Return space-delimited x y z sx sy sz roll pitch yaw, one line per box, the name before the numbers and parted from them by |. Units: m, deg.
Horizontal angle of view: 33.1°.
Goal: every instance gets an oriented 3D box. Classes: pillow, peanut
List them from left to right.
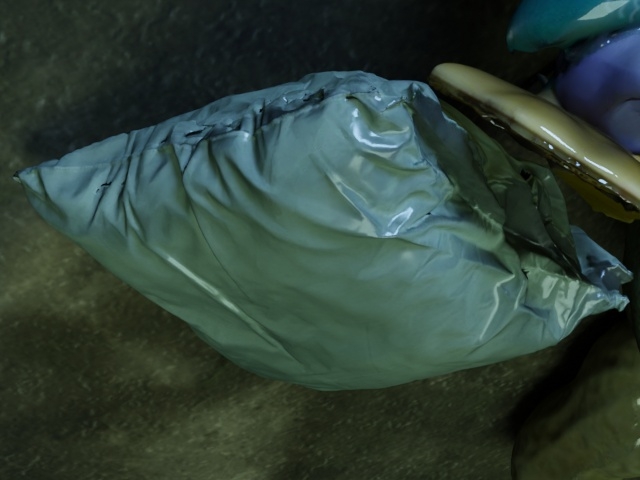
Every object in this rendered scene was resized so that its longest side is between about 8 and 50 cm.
pillow | 0.000 0.000 0.663 0.310 0.138 0.283 -12 147 42
peanut | 0.259 0.171 0.977 0.124 0.123 0.256 11 132 -25

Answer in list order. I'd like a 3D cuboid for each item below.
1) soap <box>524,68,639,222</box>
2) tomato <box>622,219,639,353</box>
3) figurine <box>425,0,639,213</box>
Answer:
soap | 0.249 -0.096 0.653 0.232 0.140 0.073 -33 132 23
tomato | 0.362 0.026 0.747 0.304 0.239 0.303 -3 137 -3
figurine | 0.177 -0.153 0.537 0.257 0.208 0.181 -59 167 8
